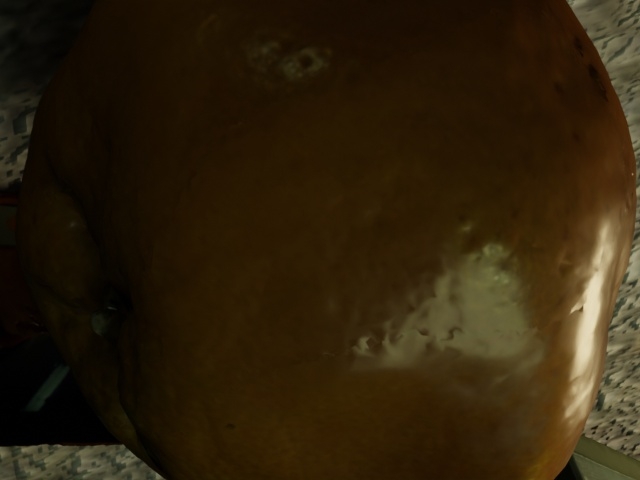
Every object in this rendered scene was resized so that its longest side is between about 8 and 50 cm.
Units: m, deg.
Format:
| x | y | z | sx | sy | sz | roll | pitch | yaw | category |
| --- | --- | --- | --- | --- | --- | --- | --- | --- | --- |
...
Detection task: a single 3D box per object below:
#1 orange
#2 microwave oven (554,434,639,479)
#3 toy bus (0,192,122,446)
| x | y | z | sx | sy | sz | roll | pitch | yaw | category |
| --- | --- | --- | --- | --- | --- | --- | --- | --- | --- |
| 0.000 | 0.000 | 0.577 | 0.183 | 0.249 | 0.249 | -34 | 151 | -20 | orange |
| 0.091 | 0.321 | 1.078 | 0.355 | 0.286 | 0.218 | -34 | 145 | 20 | microwave oven |
| -0.099 | 0.038 | 0.715 | 0.409 | 0.092 | 0.093 | 4 | 139 | -38 | toy bus |
